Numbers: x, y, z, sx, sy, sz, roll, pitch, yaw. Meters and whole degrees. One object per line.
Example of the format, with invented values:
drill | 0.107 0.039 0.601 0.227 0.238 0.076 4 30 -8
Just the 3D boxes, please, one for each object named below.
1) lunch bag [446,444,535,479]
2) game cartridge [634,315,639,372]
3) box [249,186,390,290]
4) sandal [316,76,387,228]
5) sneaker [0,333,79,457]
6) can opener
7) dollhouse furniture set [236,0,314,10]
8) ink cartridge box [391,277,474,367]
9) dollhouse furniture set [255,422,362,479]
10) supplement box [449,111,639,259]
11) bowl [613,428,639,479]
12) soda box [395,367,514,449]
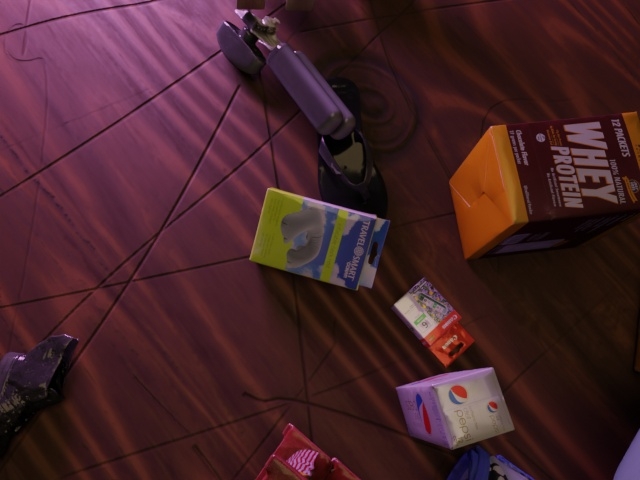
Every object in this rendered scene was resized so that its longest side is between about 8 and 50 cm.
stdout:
lunch bag | 0.220 0.472 0.627 0.328 0.239 0.385 35 60 7
game cartridge | 0.622 0.069 0.848 0.285 0.053 0.324 15 76 1
box | 0.000 0.000 0.819 0.178 0.042 0.109 15 99 1
sandal | 0.036 -0.133 0.869 0.097 0.054 0.254 -12 75 -7
sneaker | -0.377 0.205 0.754 0.089 0.051 0.170 6 71 3
can opener | -0.053 -0.251 0.880 0.093 0.074 0.280 -50 64 24
dollhouse furniture set | -0.028 -0.485 0.883 0.242 0.161 0.212 -4 59 -13
ink cartridge box | 0.161 0.116 0.820 0.063 0.029 0.115 -39 80 -13
dollhouse furniture set | -0.087 0.416 0.643 0.152 0.201 0.374 34 82 6
supplement box | 0.306 -0.066 0.795 0.194 0.191 0.129 -7 75 -6
bowl | 0.452 0.316 0.634 0.311 0.163 0.311 15 43 -14
soda box | 0.151 0.199 0.699 0.074 0.216 0.069 -15 77 -7
